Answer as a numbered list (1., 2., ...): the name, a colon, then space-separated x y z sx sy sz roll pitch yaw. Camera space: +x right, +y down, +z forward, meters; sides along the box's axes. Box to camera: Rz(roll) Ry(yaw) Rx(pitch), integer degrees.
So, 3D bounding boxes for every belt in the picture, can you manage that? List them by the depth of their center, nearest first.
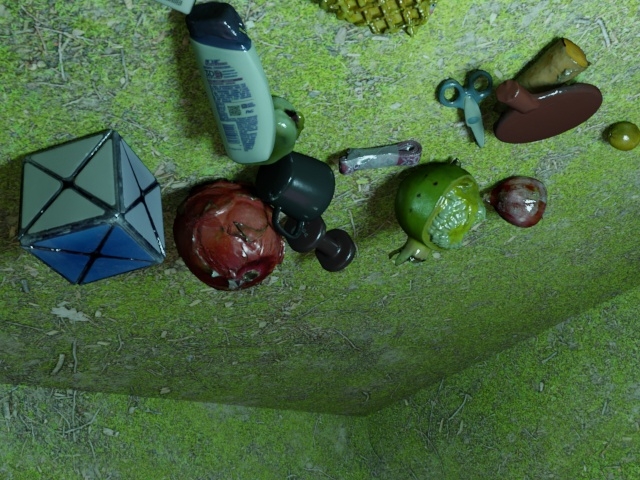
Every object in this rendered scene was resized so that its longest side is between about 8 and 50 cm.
1. belt: 0.156 -0.222 1.893 0.231 0.071 0.053 -10 144 -11

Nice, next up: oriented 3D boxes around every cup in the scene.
1. cup: -0.071 -0.121 1.830 0.169 0.223 0.176 3 163 47

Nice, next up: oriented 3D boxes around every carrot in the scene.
1. carrot: 0.521 -0.385 1.740 0.101 0.102 0.263 12 148 -36

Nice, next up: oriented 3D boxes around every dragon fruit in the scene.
1. dragon fruit: -0.238 -0.015 1.897 0.295 0.302 0.296 -24 144 -19

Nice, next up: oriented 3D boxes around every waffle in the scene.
1. waffle: 0.126 -0.504 1.389 0.243 0.059 0.238 13 144 -22

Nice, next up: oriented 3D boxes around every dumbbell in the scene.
1. dumbbell: 0.000 0.000 2.136 0.124 0.140 0.225 -39 143 13

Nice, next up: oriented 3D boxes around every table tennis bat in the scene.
1. table tennis bat: 0.535 -0.315 1.741 0.268 0.051 0.414 -25 161 33

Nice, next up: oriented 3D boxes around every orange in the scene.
1. orange: 0.854 -0.294 2.011 0.095 0.085 0.085 7 145 -24

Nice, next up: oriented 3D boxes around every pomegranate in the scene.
1. pomegranate: 0.313 -0.067 2.004 0.341 0.260 0.260 -53 140 6

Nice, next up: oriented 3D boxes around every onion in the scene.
1. onion: 0.583 -0.120 2.151 0.194 0.160 0.159 10 149 3

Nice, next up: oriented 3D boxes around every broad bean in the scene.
1. broad bean: -0.133 -0.254 1.705 0.227 0.100 0.169 -16 144 30

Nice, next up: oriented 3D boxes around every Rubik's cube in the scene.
1. Rubik's cube: -0.535 -0.073 1.699 0.260 0.255 0.259 -13 152 6

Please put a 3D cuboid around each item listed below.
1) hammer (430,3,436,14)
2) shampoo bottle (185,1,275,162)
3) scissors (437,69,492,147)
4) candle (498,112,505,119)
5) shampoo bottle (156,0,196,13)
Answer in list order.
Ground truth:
1. hammer: 0.225 -0.497 1.468 0.043 0.043 0.083 1 146 -22
2. shampoo bottle: -0.174 -0.321 1.496 0.134 0.078 0.360 2 138 14
3. scissors: 0.386 -0.326 1.821 0.138 0.041 0.289 -18 146 13
4. candle: 0.541 -0.319 1.899 0.162 0.053 0.048 2 104 -34
5. shampoo bottle: -0.343 -0.492 1.238 0.284 0.071 0.153 7 148 -26
